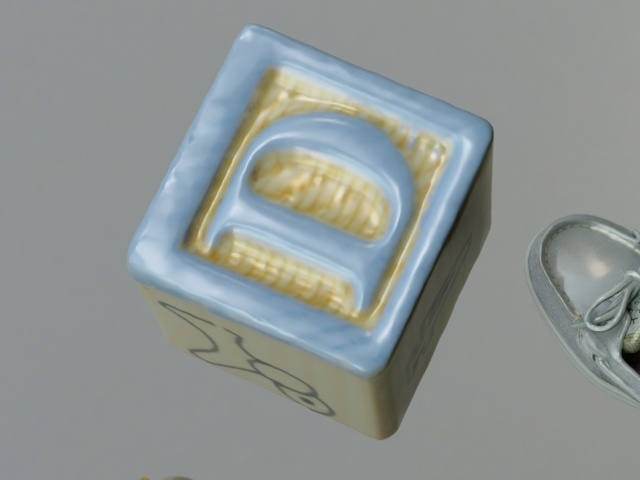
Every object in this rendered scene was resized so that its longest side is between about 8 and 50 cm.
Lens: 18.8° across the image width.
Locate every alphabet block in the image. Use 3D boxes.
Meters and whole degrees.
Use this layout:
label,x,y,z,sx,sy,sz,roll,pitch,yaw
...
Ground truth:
label,x,y,z,sx,sy,sz,roll,pitch,yaw
alphabet block,0.000,0.000,1.325,0.193,0.192,0.197,-62,-11,-14

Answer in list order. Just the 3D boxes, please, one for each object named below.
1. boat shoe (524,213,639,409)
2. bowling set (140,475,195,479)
label,x,y,z,sx,sy,sz,roll,pitch,yaw
boat shoe,0.271,0.085,1.389,0.118,0.320,0.103,-35,-27,-12
bowling set,-0.082,0.226,1.290,0.200,0.287,0.154,-43,-11,-41
